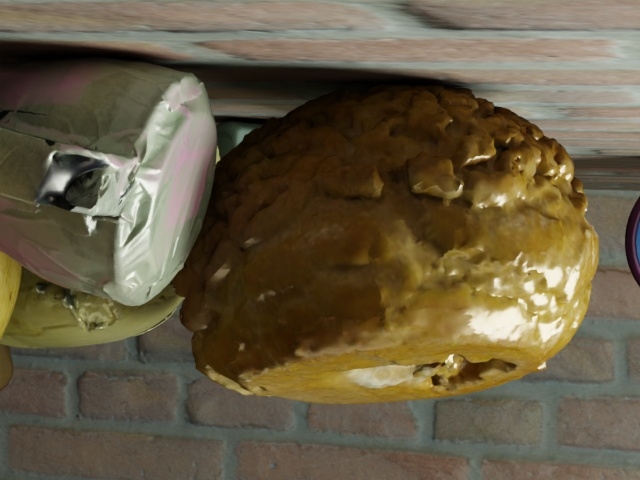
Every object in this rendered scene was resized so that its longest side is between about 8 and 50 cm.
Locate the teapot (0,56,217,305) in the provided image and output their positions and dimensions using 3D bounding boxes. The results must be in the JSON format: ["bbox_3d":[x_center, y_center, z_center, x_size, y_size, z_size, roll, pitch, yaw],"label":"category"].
[{"bbox_3d":[-0.184,-0.039,0.998,0.178,0.163,0.221,14,-151,13],"label":"teapot"}]

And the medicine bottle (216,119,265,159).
[{"bbox_3d":[-0.004,-0.083,1.587,0.229,0.083,0.121,1,173,-23],"label":"medicine bottle"}]

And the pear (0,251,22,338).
[{"bbox_3d":[-0.385,0.012,1.148,0.314,0.314,0.314,2,180,0],"label":"pear"}]

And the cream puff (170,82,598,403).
[{"bbox_3d":[0.047,0.002,1.167,0.327,0.231,0.343,1,164,-27],"label":"cream puff"}]

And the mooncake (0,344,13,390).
[{"bbox_3d":[-0.473,0.092,1.442,0.324,0.187,0.324,-10,-170,2],"label":"mooncake"}]

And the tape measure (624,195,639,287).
[{"bbox_3d":[0.521,0.014,1.934,0.231,0.245,0.149,-14,178,13],"label":"tape measure"}]

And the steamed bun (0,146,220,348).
[{"bbox_3d":[-0.204,0.003,1.379,0.232,0.166,0.273,-3,-137,24],"label":"steamed bun"}]
